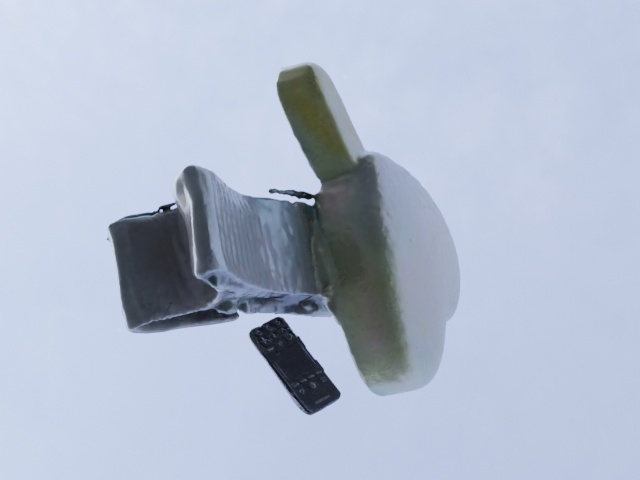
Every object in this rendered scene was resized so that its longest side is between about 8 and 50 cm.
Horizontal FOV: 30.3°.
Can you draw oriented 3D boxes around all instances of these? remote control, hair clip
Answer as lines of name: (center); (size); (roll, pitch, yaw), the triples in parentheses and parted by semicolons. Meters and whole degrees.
remote control: (-0.023, 0.107, 1.008); (0.039, 0.014, 0.096); (-25, -118, -26)
hair clip: (0.001, -0.003, 0.568); (0.071, 0.218, 0.159); (-13, -102, 36)
